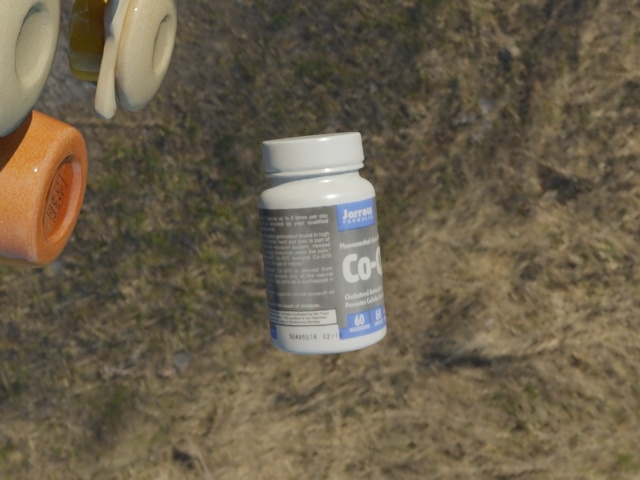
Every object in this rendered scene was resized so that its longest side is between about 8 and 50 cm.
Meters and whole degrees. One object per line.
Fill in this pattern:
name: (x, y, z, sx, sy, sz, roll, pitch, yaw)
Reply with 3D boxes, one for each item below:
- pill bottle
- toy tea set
pill bottle: (0.000, 0.000, 0.748, 0.078, 0.078, 0.137, -9, 99, -25)
toy tea set: (-0.161, -0.133, 0.615, 0.124, 0.336, 0.200, 14, 132, 6)
